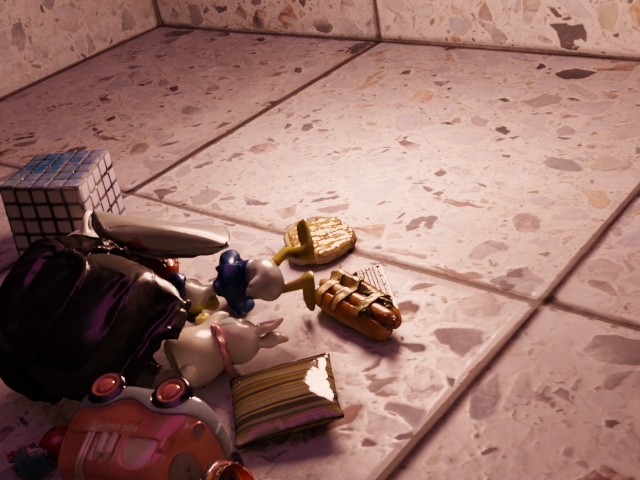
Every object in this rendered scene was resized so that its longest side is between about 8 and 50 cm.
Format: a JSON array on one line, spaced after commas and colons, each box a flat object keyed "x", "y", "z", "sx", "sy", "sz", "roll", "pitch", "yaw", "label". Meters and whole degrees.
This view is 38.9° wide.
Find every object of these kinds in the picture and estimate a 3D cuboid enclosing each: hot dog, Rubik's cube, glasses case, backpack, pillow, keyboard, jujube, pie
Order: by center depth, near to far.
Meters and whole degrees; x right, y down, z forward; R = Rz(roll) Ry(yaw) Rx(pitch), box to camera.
[{"x": -0.068, "y": 0.302, "z": 1.725, "sx": 0.208, "sy": 0.052, "sz": 0.212, "roll": -15, "pitch": 27, "yaw": -1, "label": "pillow"}, {"x": -0.460, "y": 0.170, "z": 1.809, "sx": 0.445, "sy": 0.255, "sz": 0.363, "roll": 13, "pitch": 70, "yaw": 45, "label": "backpack"}, {"x": 0.079, "y": 0.134, "z": 1.933, "sx": 0.109, "sy": 0.072, "sz": 0.269, "roll": -43, "pitch": 37, "yaw": -18, "label": "hot dog"}, {"x": -0.347, "y": -0.002, "z": 1.989, "sx": 0.308, "sy": 0.083, "sz": 0.128, "roll": 7, "pitch": 12, "yaw": -19, "label": "glasses case"}, {"x": 0.121, "y": 0.110, "z": 2.028, "sx": 0.074, "sy": 0.015, "sz": 0.196, "roll": -13, "pitch": 29, "yaw": -1, "label": "keyboard"}, {"x": -0.436, "y": 0.067, "z": 2.131, "sx": 0.197, "sy": 0.197, "sz": 0.290, "roll": -22, "pitch": 31, "yaw": -17, "label": "jujube"}, {"x": 0.000, "y": 0.000, "z": 2.233, "sx": 0.195, "sy": 0.046, "sz": 0.195, "roll": -10, "pitch": 30, "yaw": 6, "label": "pie"}, {"x": -0.682, "y": -0.091, "z": 2.435, "sx": 0.236, "sy": 0.238, "sz": 0.237, "roll": -2, "pitch": 29, "yaw": 13, "label": "Rubik's cube"}]

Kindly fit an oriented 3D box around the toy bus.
[{"x": -0.314, "y": 0.371, "z": 1.563, "sx": 0.287, "sy": 0.194, "sz": 0.232, "roll": 3, "pitch": 40, "yaw": 23, "label": "toy bus"}]

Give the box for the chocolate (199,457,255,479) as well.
[{"x": -0.172, "y": 0.448, "z": 1.407, "sx": 0.147, "sy": 0.221, "sz": 0.221, "roll": -21, "pitch": 24, "yaw": 24, "label": "chocolate"}]

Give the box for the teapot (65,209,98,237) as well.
[{"x": -0.596, "y": 0.037, "z": 2.286, "sx": 0.145, "sy": 0.226, "sz": 0.092, "roll": 4, "pitch": -9, "yaw": 12, "label": "teapot"}]

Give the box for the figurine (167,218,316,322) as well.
[{"x": -0.201, "y": 0.079, "z": 1.972, "sx": 0.338, "sy": 0.205, "sz": 0.283, "roll": -10, "pitch": 5, "yaw": -20, "label": "figurine"}]

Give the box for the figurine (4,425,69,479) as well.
[{"x": -0.514, "y": 0.396, "z": 1.704, "sx": 0.140, "sy": 0.068, "sz": 0.075, "roll": -28, "pitch": 31, "yaw": -23, "label": "figurine"}]

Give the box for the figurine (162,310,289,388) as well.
[{"x": -0.196, "y": 0.209, "z": 1.867, "sx": 0.235, "sy": 0.127, "sz": 0.155, "roll": -21, "pitch": 11, "yaw": -20, "label": "figurine"}]
